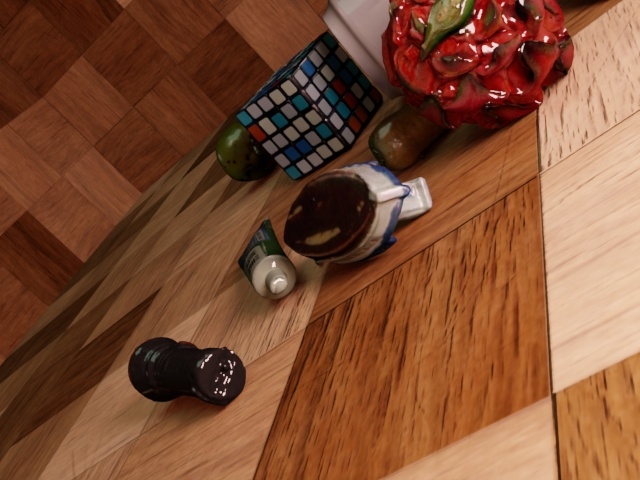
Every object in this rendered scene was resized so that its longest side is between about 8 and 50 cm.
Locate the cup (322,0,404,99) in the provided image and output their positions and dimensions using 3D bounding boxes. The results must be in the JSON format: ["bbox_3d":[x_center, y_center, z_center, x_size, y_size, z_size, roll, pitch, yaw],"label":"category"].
[{"bbox_3d":[0.199,-0.420,1.440,0.327,0.237,0.323,-40,-14,14],"label":"cup"}]

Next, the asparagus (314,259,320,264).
[{"bbox_3d":[0.000,0.000,1.191,0.013,0.016,0.166,-25,18,12],"label":"asparagus"}]

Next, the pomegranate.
[{"bbox_3d":[-0.164,-0.205,1.961,0.156,0.156,0.220,-46,-16,-6],"label":"pomegranate"}]

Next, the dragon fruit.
[{"bbox_3d":[0.203,-0.241,1.003,0.233,0.234,0.293,-33,-17,36],"label":"dragon fruit"}]

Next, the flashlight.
[{"bbox_3d":[-0.173,0.167,1.055,0.093,0.093,0.232,-52,20,-27],"label":"flashlight"}]

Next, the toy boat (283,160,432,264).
[{"bbox_3d":[0.048,-0.032,1.003,0.115,0.114,0.262,-9,-8,-33],"label":"toy boat"}]

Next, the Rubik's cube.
[{"bbox_3d":[-0.019,-0.259,1.603,0.184,0.187,0.182,-25,23,44],"label":"Rubik's cube"}]

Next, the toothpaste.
[{"bbox_3d":[-0.087,0.028,1.247,0.099,0.061,0.392,-57,13,2],"label":"toothpaste"}]

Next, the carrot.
[{"bbox_3d":[0.191,-0.211,1.166,0.298,0.078,0.078,-42,15,-5],"label":"carrot"}]
